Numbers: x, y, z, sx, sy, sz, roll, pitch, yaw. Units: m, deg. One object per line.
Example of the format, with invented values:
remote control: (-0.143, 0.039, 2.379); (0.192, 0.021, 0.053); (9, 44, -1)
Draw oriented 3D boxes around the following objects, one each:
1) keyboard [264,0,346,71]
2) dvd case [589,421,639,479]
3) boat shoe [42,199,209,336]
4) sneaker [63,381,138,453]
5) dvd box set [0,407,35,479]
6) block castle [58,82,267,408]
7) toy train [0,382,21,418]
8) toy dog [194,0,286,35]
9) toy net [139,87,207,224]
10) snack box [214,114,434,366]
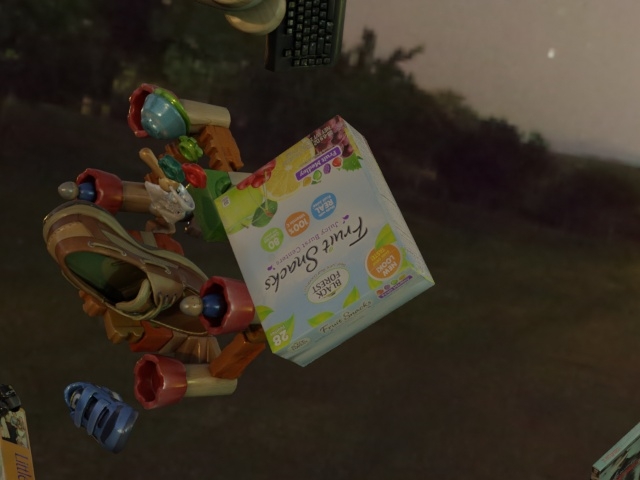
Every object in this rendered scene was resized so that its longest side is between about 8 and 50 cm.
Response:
keyboard: (-0.045, -0.393, 1.724); (0.202, 0.317, 0.033); (-6, 25, -24)
dvd case: (0.322, 0.258, 1.331); (0.087, 0.119, 0.013); (-34, 51, -27)
boat shoe: (-0.279, 0.068, 1.817); (0.324, 0.122, 0.120); (34, 22, -34)
sneaker: (-0.235, 0.185, 1.291); (0.059, 0.053, 0.144); (32, -8, -24)
dvd box set: (-0.510, 0.475, 1.743); (0.062, 0.307, 0.420); (31, 21, -36)
block castle: (-0.239, 0.010, 1.919); (0.213, 0.303, 0.453); (3, 52, -40)
toy train: (-0.347, 0.169, 1.134); (0.158, 0.036, 0.027); (-25, -4, 20)
toy dog: (-0.173, -0.399, 1.548); (0.334, 0.161, 0.220); (28, -2, -12)
toy net: (-0.183, -0.093, 1.595); (0.122, 0.045, 0.232); (35, -28, 19)
snack box: (0.000, 0.000, 1.290); (0.070, 0.174, 0.207); (31, 29, -55)
